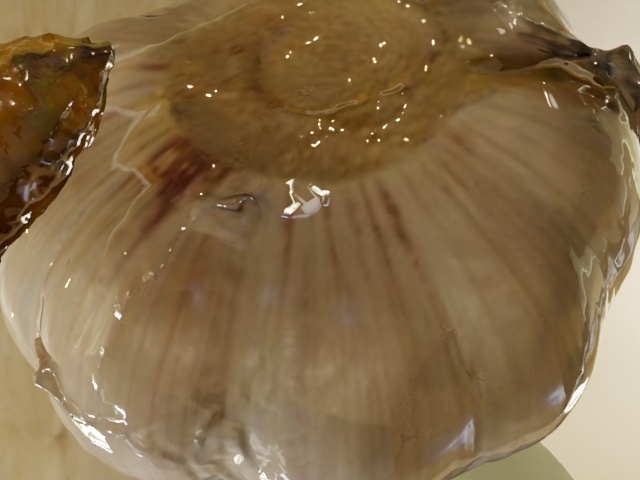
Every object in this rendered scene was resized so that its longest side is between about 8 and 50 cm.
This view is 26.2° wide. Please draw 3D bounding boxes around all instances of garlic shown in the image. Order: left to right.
[{"bbox_3d":[-0.003,-0.009,0.669,0.322,0.322,0.241,-30,-58,-1],"label":"garlic"}]

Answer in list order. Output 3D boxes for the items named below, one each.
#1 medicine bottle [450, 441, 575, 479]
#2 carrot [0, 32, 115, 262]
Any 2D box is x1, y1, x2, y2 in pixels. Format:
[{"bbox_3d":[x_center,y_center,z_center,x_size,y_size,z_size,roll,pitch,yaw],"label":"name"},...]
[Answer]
[{"bbox_3d":[0.066,0.280,0.993,0.241,0.252,0.253,-36,-38,30],"label":"medicine bottle"},{"bbox_3d":[-0.165,0.047,0.373,0.314,0.066,0.066,-42,-41,18],"label":"carrot"}]
